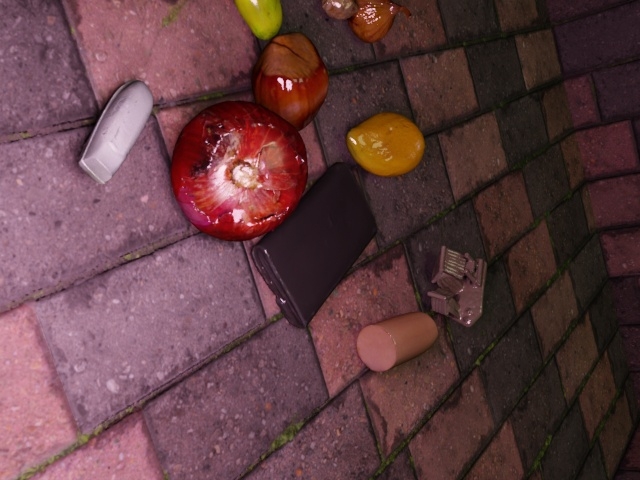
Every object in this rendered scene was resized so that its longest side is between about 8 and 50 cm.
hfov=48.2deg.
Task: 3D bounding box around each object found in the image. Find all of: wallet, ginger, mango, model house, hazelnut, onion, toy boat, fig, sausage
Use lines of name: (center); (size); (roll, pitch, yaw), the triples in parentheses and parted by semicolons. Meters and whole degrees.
wallet: (-0.001, 0.000, 1.707); (0.406, 0.062, 0.228); (-49, 121, -44)
ginger: (0.060, -0.676, 1.898); (0.104, 0.080, 0.204); (16, 66, -14)
mango: (0.179, -0.261, 1.942); (0.316, 0.119, 0.177); (-8, 97, -47)
model house: (0.402, 0.126, 2.144); (0.188, 0.122, 0.229); (36, 59, -39)
hazelnut: (-0.073, -0.350, 1.614); (0.181, 0.181, 0.212); (33, 52, -9)
onion: (-0.160, -0.134, 1.394); (0.276, 0.276, 0.276); (14, 72, -50)
toy boat: (-0.364, -0.205, 1.281); (0.078, 0.085, 0.261); (50, 36, -34)
fig: (0.165, -0.625, 1.937); (0.146, 0.201, 0.134); (40, 63, -33)
sausage: (0.210, 0.256, 1.874); (0.252, 0.123, 0.123); (-10, 91, -53)
mango: (-0.141, -0.543, 1.624); (0.117, 0.089, 0.163); (-70, 146, -43)
